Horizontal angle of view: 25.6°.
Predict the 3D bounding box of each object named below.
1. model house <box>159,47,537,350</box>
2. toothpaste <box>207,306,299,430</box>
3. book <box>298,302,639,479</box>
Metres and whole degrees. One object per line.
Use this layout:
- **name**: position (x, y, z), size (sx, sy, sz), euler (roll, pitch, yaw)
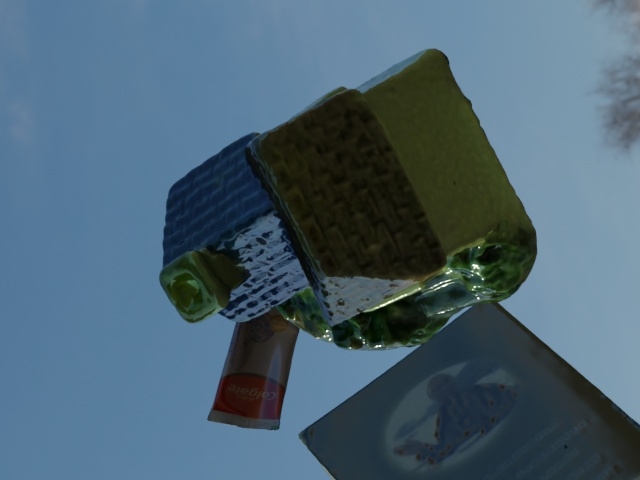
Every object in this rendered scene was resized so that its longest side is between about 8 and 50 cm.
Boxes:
- **model house**: position (0.000, 0.000, 0.951), size (0.189, 0.214, 0.195), euler (-22, -92, -56)
- **toothpaste**: position (-0.050, 0.061, 1.554), size (0.075, 0.048, 0.301), euler (18, -108, -15)
- **book**: position (0.170, 0.224, 1.351), size (0.371, 0.260, 0.043), euler (45, 167, 49)
